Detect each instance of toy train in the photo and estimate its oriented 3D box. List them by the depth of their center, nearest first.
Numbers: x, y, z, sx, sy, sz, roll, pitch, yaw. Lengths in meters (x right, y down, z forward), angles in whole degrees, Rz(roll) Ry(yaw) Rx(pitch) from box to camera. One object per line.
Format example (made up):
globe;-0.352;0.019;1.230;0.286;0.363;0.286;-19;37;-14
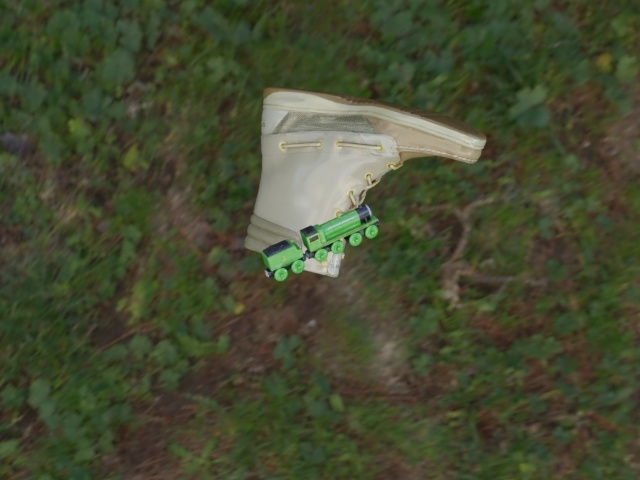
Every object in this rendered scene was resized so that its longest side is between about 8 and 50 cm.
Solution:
toy train;0.000;0.000;1.002;0.083;0.017;0.023;-26;122;-14

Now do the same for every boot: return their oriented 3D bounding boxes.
boot;0.045;-0.056;1.734;0.262;0.095;0.203;11;96;16
